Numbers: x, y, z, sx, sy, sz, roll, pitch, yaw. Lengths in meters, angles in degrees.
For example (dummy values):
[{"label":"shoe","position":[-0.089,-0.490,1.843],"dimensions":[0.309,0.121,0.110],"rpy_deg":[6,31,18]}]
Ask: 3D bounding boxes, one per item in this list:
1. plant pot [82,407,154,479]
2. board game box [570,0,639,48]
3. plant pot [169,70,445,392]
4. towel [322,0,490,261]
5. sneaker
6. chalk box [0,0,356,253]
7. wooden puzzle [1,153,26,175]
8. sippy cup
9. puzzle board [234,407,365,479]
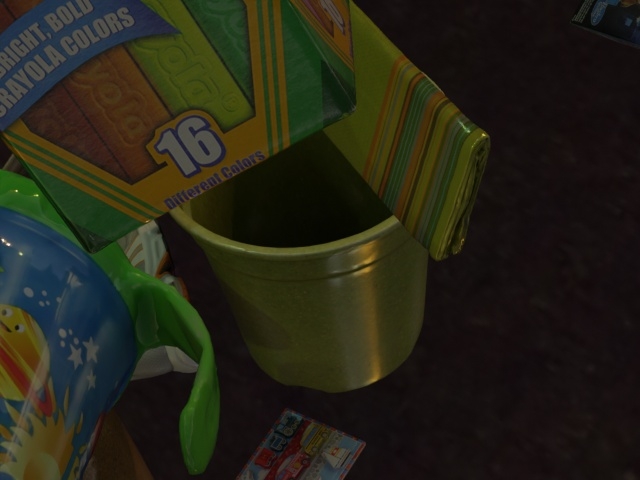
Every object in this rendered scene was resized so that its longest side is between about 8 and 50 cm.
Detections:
[{"label":"plant pot","position":[-0.196,0.270,1.325],"dimensions":[0.237,0.237,0.254],"rpy_deg":[-40,117,-9]},{"label":"board game box","position":[0.299,-0.191,1.219],"dimensions":[0.060,0.194,0.194],"rpy_deg":[11,116,-40]},{"label":"plant pot","position":[0.000,0.000,1.608],"dimensions":[0.276,0.276,0.254],"rpy_deg":[-27,137,-17]},{"label":"towel","position":[0.029,-0.099,1.105],"dimensions":[0.021,0.237,0.102],"rpy_deg":[-15,140,-31]},{"label":"sneaker","position":[-0.192,0.056,1.627],"dimensions":[0.121,0.262,0.099],"rpy_deg":[-17,113,-8]},{"label":"chalk box","position":[-0.093,-0.130,0.686],"dimensions":[0.132,0.132,0.213],"rpy_deg":[-28,116,14]},{"label":"wooden puzzle","position":[-0.207,-0.073,1.241],"dimensions":[0.014,0.078,0.116],"rpy_deg":[37,98,2]},{"label":"sippy cup","position":[-0.234,0.108,1.030],"dimensions":[0.305,0.224,0.240],"rpy_deg":[-32,122,25]},{"label":"puzzle board","position":[-0.027,0.231,1.693],"dimensions":[0.128,0.096,0.011],"rpy_deg":[-54,150,-31]}]
